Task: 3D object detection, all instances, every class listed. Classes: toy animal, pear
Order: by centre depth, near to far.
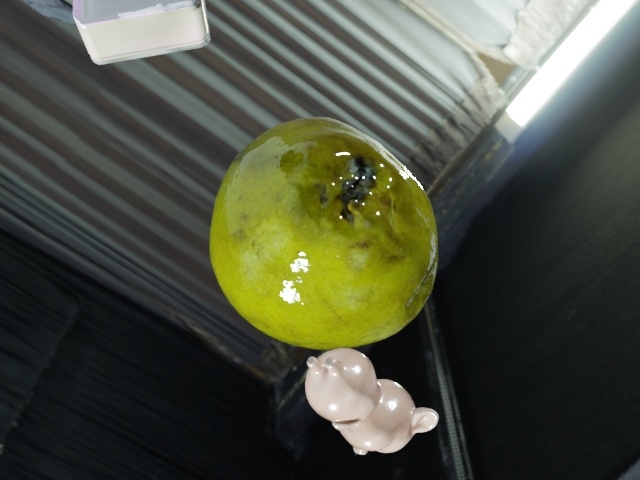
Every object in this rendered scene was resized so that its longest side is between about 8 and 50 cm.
[{"bbox_3d":[0.040,0.148,0.744,0.089,0.150,0.083,-42,-142,11],"label":"toy animal"},{"bbox_3d":[0.000,0.000,1.193,0.352,0.352,0.413,-58,176,-12],"label":"pear"}]

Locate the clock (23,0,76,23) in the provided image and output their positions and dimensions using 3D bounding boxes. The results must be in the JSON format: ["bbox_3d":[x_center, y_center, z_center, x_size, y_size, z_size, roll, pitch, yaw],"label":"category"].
[{"bbox_3d":[-0.319,-0.428,1.048,0.055,0.280,0.280,5,-126,32],"label":"clock"}]

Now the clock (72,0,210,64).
[{"bbox_3d":[-0.216,-0.306,0.959,0.071,0.147,0.192,84,-6,-53],"label":"clock"}]
